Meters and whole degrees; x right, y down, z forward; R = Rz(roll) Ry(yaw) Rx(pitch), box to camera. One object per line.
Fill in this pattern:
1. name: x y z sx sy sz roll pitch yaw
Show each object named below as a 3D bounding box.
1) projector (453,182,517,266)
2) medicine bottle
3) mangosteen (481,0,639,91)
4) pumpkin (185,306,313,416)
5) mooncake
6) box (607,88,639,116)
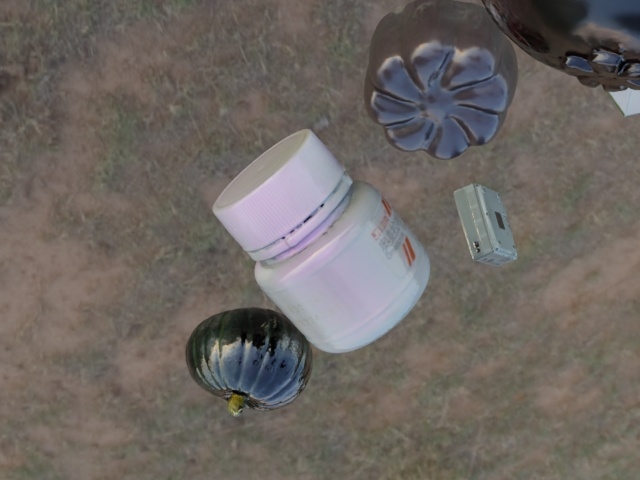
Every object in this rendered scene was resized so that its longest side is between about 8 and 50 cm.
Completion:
1. projector: 0.326 -0.031 1.681 0.061 0.147 0.115 -23 159 30
2. medicine bottle: 0.000 0.000 1.360 0.241 0.241 0.302 -36 108 15
3. mangosteen: 0.276 -0.272 0.688 0.297 0.297 0.313 19 114 -35
4. pumpkin: -0.141 0.242 1.681 0.250 0.216 0.250 13 149 8
5. mooncake: 0.216 -0.286 1.578 0.306 0.154 0.306 7 143 5
6. box: 0.455 -0.282 1.109 0.195 0.148 0.177 -8 144 44
